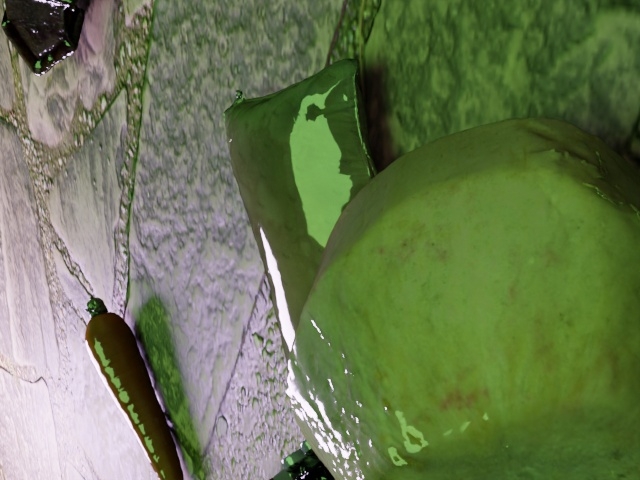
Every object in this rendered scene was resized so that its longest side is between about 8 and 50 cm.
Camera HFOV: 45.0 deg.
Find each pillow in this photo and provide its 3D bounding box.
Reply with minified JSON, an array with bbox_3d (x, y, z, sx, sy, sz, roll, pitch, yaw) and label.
[{"bbox_3d":[0.000,0.000,0.681,0.185,0.075,0.302,-8,97,49],"label":"pillow"}]

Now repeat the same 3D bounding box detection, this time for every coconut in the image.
[{"bbox_3d":[0.109,0.058,0.467,0.259,0.259,0.259,20,118,45],"label":"coconut"}]

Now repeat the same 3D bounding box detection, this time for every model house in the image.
[{"bbox_3d":[-0.346,-0.303,0.988,0.152,0.106,0.165,109,167,-50],"label":"model house"}]

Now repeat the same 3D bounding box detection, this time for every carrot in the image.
[{"bbox_3d":[-0.254,0.230,1.076,0.069,0.069,0.336,-34,79,50],"label":"carrot"}]

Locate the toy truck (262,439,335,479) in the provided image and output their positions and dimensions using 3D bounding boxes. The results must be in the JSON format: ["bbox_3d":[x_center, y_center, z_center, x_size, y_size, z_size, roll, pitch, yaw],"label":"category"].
[{"bbox_3d":[0.004,0.241,0.751,0.192,0.092,0.083,-47,67,38],"label":"toy truck"}]
